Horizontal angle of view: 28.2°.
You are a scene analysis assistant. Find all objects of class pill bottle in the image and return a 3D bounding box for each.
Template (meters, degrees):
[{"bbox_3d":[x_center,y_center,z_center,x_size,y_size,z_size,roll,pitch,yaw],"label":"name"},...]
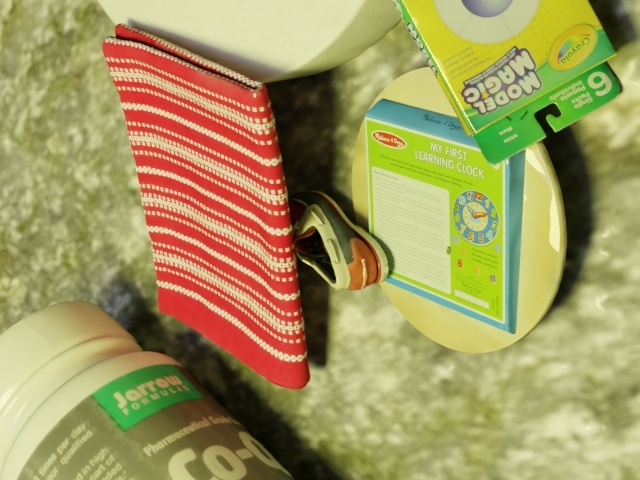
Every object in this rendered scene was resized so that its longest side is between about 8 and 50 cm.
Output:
[{"bbox_3d":[-0.141,0.226,1.083,0.361,0.204,0.204,41,127,27],"label":"pill bottle"}]

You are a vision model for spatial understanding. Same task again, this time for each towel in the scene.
[{"bbox_3d":[-0.090,-0.023,1.020,0.199,0.031,0.275,28,136,42],"label":"towel"}]

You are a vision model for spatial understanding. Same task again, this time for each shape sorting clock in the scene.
[{"bbox_3d":[0.094,-0.021,0.902,0.206,0.040,0.206,28,128,44],"label":"shape sorting clock"}]

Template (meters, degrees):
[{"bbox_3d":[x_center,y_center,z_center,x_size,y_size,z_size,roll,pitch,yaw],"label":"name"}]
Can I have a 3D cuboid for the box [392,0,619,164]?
[{"bbox_3d":[0.107,-0.147,0.802,0.105,0.043,0.179,-30,93,2],"label":"box"}]

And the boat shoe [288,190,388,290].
[{"bbox_3d":[0.000,0.000,0.977,0.137,0.043,0.049,41,139,51],"label":"boat shoe"}]

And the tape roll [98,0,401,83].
[{"bbox_3d":[-0.064,-0.308,0.947,0.392,0.072,0.392,13,110,40],"label":"tape roll"}]
